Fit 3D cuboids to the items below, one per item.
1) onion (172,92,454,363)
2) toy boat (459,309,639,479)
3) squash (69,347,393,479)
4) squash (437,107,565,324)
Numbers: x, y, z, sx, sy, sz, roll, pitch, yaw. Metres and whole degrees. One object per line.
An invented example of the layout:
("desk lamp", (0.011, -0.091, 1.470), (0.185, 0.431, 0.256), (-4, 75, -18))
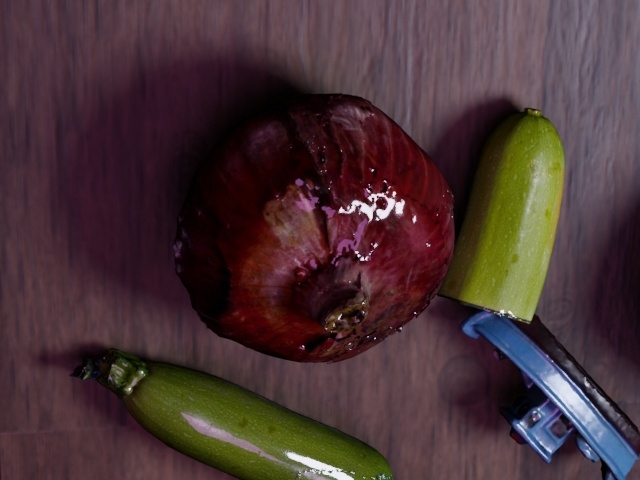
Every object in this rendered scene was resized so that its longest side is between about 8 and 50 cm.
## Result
("onion", (0.000, 0.000, 1.690), (0.252, 0.219, 0.252), (-4, 122, -7))
("toy boat", (0.209, 0.147, 1.848), (0.097, 0.100, 0.223), (-42, 107, 2))
("squash", (-0.073, 0.178, 1.824), (0.331, 0.087, 0.087), (26, 106, -16))
("squash", (0.173, -0.025, 1.764), (0.095, 0.095, 0.188), (18, 88, -15))
